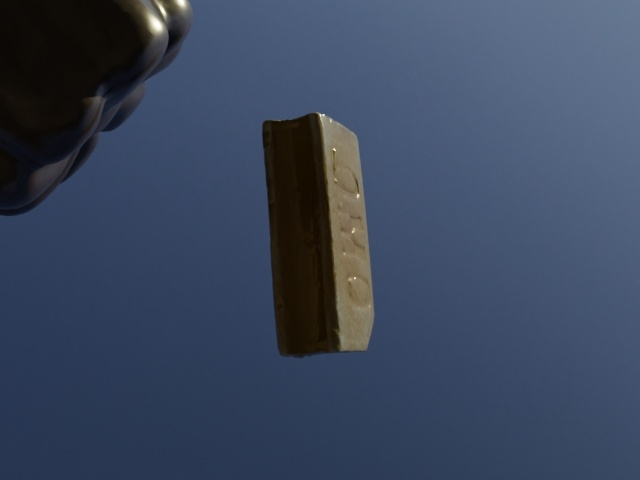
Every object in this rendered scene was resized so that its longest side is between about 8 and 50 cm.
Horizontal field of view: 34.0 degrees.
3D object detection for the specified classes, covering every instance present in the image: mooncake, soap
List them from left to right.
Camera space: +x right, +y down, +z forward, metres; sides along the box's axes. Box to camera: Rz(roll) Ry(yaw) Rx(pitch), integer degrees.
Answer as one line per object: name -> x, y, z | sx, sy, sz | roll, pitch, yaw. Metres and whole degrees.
mooncake -> -0.242, -0.152, 0.924 | 0.154, 0.306, 0.306 | 42, -117, -10
soap -> 0.000, 0.000, 1.047 | 0.073, 0.140, 0.232 | -8, -99, 20
